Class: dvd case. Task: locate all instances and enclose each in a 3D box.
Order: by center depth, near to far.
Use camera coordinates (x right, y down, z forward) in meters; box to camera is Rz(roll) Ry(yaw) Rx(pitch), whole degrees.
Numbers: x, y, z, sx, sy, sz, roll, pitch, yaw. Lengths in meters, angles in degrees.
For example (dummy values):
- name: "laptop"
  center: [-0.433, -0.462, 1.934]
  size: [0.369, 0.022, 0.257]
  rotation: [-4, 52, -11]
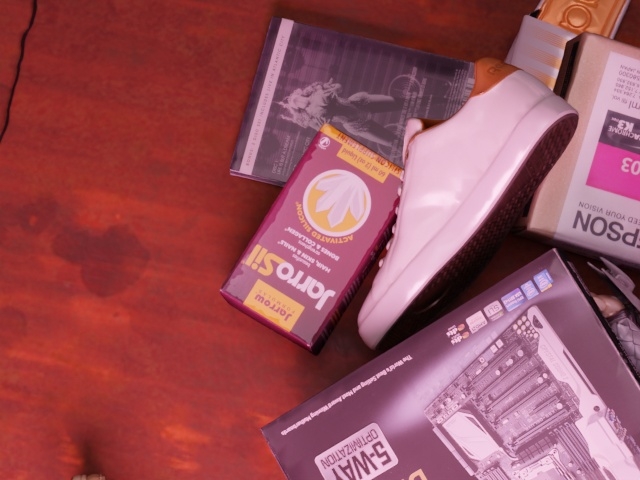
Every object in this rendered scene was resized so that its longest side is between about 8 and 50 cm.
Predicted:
- name: "dvd case"
  center: [0.038, -0.116, 1.902]
  size: [0.221, 0.018, 0.165]
  rotation: [14, 77, 5]

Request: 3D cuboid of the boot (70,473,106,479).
- name: "boot"
  center: [-0.104, 0.309, 1.748]
  size: [0.203, 0.095, 0.262]
  rotation: [-19, 76, -3]

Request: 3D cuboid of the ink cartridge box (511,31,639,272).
- name: "ink cartridge box"
  center: [0.317, -0.066, 1.806]
  size: [0.234, 0.088, 0.193]
  rotation: [16, 87, -4]

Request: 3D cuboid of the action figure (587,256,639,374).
- name: "action figure"
  center: [0.231, 0.139, 1.776]
  size: [0.285, 0.099, 0.185]
  rotation: [-38, 95, 0]

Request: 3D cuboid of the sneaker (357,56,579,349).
- name: "sneaker"
  center: [0.107, -0.036, 1.766]
  size: [0.123, 0.106, 0.290]
  rotation: [43, 110, 22]

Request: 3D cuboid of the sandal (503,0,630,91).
- name: "sandal"
  center: [0.237, -0.199, 1.888]
  size: [0.102, 0.076, 0.265]
  rotation: [20, 76, 8]

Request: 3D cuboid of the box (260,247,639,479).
- name: "box"
  center: [0.140, 0.188, 1.694]
  size: [0.307, 0.076, 0.242]
  rotation: [-32, 80, 11]

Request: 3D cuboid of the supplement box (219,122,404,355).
- name: "supplement box"
  center: [0.000, 0.000, 1.827]
  size: [0.104, 0.081, 0.188]
  rotation: [31, 84, 8]
